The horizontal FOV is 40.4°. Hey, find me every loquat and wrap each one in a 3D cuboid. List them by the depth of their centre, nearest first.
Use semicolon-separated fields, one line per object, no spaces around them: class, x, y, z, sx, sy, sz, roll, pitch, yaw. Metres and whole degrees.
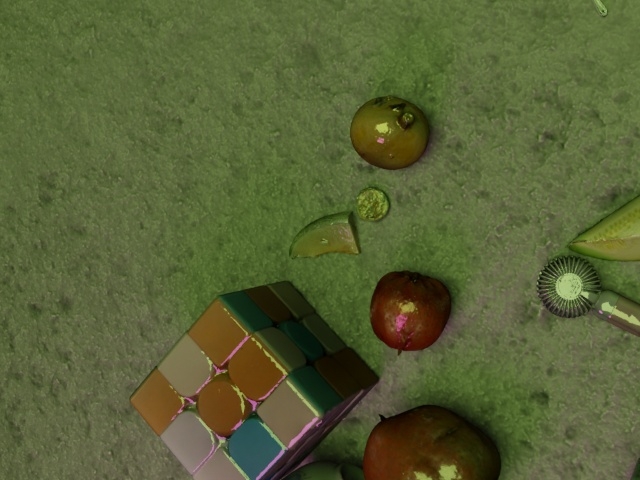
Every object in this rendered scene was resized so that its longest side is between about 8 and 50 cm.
loquat;0.153;-0.236;1.878;0.172;0.204;0.149;24;69;-9

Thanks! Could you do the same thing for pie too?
pie;0.119;-0.082;1.982;0.084;0.021;0.084;1;92;27

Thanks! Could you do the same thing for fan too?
fan;0.562;0.121;1.784;0.244;0.074;0.130;28;92;14

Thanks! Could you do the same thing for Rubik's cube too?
Rubik's cube;-0.140;0.333;1.939;0.344;0.347;0.347;47;108;15

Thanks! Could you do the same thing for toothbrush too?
toothbrush;0.531;-0.545;1.784;0.017;0.022;0.204;-30;82;5

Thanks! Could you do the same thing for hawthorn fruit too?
hawthorn fruit;0.216;0.475;1.843;0.301;0.268;0.267;37;106;29
hawthorn fruit;0.187;0.167;1.888;0.179;0.179;0.200;22;110;20

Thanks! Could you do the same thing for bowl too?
bowl;0.046;0.582;1.904;0.289;0.289;0.146;41;106;16

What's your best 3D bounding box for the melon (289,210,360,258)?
melon;0.000;-0.008;2.030;0.182;0.054;0.097;-6;106;23

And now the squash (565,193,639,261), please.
squash;0.634;0.010;1.723;0.252;0.169;0.093;-36;124;20

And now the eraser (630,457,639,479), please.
eraser;0.733;0.525;1.666;0.290;0.189;0.104;19;97;20
